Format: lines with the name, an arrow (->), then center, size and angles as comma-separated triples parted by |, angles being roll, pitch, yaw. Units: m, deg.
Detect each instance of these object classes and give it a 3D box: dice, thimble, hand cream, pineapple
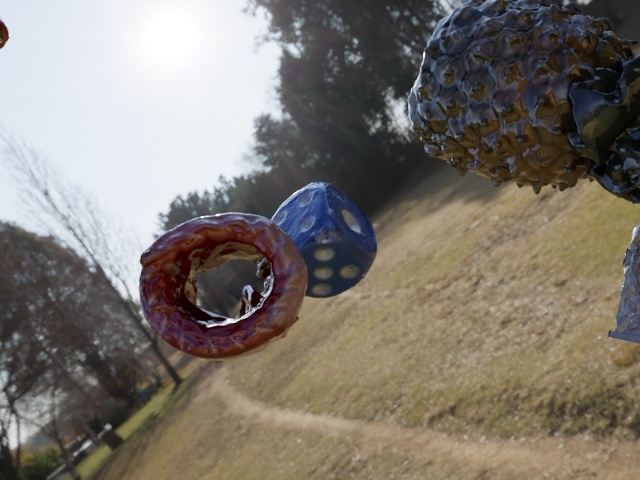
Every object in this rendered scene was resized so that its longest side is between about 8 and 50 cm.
dice -> 0.000, 0.000, 1.095 | 0.146, 0.143, 0.146 | -36, 35, 27
thimble -> -0.109, 0.058, 0.776 | 0.190, 0.163, 0.125 | -10, -11, -3
hand cream -> 0.514, 0.055, 1.039 | 0.084, 0.050, 0.257 | 9, 50, 25
pineapple -> 0.159, -0.055, 0.334 | 0.125, 0.125, 0.251 | -37, 43, -24

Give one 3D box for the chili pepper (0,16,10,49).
chili pepper -> -0.477, -0.305, 0.941 | 0.059, 0.191, 0.050 | 2, -65, -41
